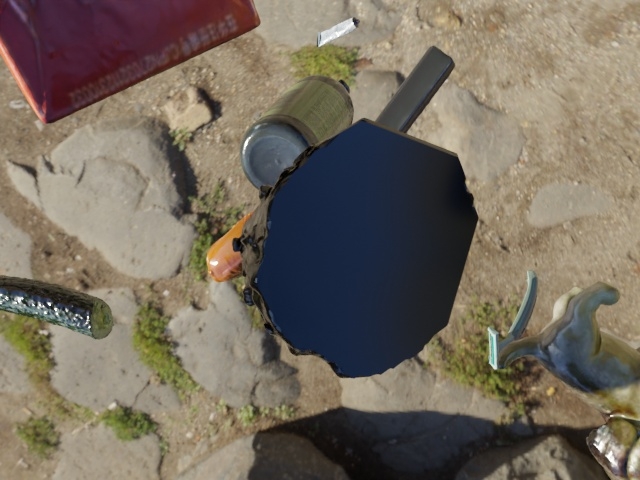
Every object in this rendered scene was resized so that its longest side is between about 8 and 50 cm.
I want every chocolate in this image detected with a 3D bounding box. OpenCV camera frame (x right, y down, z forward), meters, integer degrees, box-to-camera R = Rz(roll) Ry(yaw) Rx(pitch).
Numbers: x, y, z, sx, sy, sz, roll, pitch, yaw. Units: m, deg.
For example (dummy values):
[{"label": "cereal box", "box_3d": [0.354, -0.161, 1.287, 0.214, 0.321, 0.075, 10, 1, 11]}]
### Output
[{"label": "chocolate", "box_3d": [-0.208, -0.263, 0.617, 0.237, 0.108, 0.235, -33, 118, -21]}, {"label": "chocolate", "box_3d": [0.000, 0.000, 0.447, 0.156, 0.133, 0.156, -5, 101, -28]}]

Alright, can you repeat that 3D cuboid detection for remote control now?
[{"label": "remote control", "box_3d": [0.140, -0.224, 1.175, 0.063, 0.025, 0.245, 37, 95, 13]}]

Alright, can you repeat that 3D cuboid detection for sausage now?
[{"label": "sausage", "box_3d": [-0.127, 0.007, 1.193, 0.179, 0.089, 0.089, -35, 103, 14]}]

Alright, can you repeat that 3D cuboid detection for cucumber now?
[{"label": "cucumber", "box_3d": [-0.371, 0.078, 0.872, 0.214, 0.052, 0.058, 12, 119, 14]}]

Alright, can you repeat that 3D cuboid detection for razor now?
[{"label": "razor", "box_3d": [0.296, 0.106, 1.005, 0.037, 0.191, 0.068, 12, 129, 31]}]

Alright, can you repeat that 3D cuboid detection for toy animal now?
[{"label": "toy animal", "box_3d": [0.326, 0.153, 0.729, 0.233, 0.121, 0.169, 44, 86, 3]}]

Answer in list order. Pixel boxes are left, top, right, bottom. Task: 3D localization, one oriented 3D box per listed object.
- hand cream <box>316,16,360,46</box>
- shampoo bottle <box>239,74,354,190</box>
[{"label": "hand cream", "box_3d": [0.032, -0.369, 1.196, 0.093, 0.019, 0.030, -14, 68, 40]}, {"label": "shampoo bottle", "box_3d": [-0.015, -0.158, 0.899, 0.101, 0.284, 0.101, 8, 121, 13]}]
